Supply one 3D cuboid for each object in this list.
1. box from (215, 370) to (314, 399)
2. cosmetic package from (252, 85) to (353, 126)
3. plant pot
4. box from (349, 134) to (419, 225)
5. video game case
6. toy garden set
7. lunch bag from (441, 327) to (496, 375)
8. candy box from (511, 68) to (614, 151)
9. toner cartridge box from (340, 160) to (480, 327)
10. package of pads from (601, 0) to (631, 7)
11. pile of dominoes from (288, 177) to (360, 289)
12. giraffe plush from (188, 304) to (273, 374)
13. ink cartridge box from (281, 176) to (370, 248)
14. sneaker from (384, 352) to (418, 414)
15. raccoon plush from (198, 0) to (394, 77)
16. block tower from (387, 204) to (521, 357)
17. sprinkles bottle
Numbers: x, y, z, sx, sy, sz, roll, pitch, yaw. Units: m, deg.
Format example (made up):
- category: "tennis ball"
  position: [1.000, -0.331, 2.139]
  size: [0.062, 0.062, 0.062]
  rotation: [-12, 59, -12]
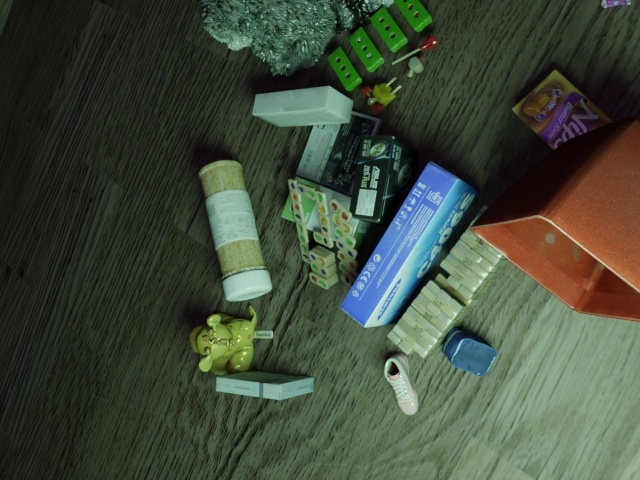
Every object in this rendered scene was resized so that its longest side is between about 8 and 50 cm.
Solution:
- category: "box"
  position: [-0.132, 0.343, 1.314]
  size: [0.186, 0.145, 0.038]
  rotation: [-1, 84, 30]
- category: "cosmetic package"
  position: [-0.046, -0.323, 1.334]
  size: [0.239, 0.099, 0.060]
  rotation: [7, 86, 39]
- category: "plant pot"
  position: [0.462, -0.041, 0.908]
  size: [0.267, 0.267, 0.235]
  rotation: [37, 84, -4]
- category: "box"
  position: [0.140, -0.124, 1.197]
  size: [0.078, 0.147, 0.180]
  rotation: [9, 89, 31]
- category: "video game case"
  position: [0.043, -0.224, 1.338]
  size: [0.173, 0.022, 0.190]
  rotation: [24, 97, 31]
- category: "toy garden set"
  position: [0.160, -0.426, 1.275]
  size: [0.244, 0.049, 0.203]
  rotation: [-37, 66, 22]
- category: "lunch bag"
  position: [0.299, 0.222, 1.105]
  size: [0.099, 0.065, 0.067]
  rotation: [25, 100, -14]
- category: "candy box"
  position: [0.477, -0.226, 1.063]
  size: [0.109, 0.053, 0.186]
  rotation: [-44, 67, 19]
- category: "toner cartridge box"
  position: [0.189, 0.016, 1.145]
  size: [0.075, 0.165, 0.347]
  rotation: [37, 105, 28]
- category: "package of pads"
  position: [0.566, -0.491, 1.047]
  size: [0.050, 0.032, 0.083]
  rotation: [6, 88, 34]
- category: "pile of dominoes"
  position: [0.000, 0.000, 1.240]
  size: [0.196, 0.040, 0.251]
  rotation: [26, 138, 41]
- category: "giraffe plush"
  position: [-0.252, 0.255, 1.378]
  size: [0.210, 0.170, 0.181]
  rotation: [-24, 73, 27]
- category: "ink cartridge box"
  position: [0.018, -0.068, 1.313]
  size: [0.209, 0.062, 0.108]
  rotation: [24, 98, 31]
- category: "sneaker"
  position: [0.169, 0.312, 1.182]
  size: [0.051, 0.070, 0.134]
  rotation: [-16, 78, 27]
- category: "raccoon plush"
  position: [-0.076, -0.581, 1.282]
  size: [0.447, 0.299, 0.216]
  rotation: [-29, 71, 25]
- category: "block tower"
  position: [0.281, 0.093, 1.126]
  size: [0.091, 0.097, 0.335]
  rotation: [41, 108, 27]
- category: "sprinkles bottle"
  position: [-0.222, -0.027, 1.417]
  size: [0.121, 0.121, 0.355]
  rotation: [-23, 74, 27]
